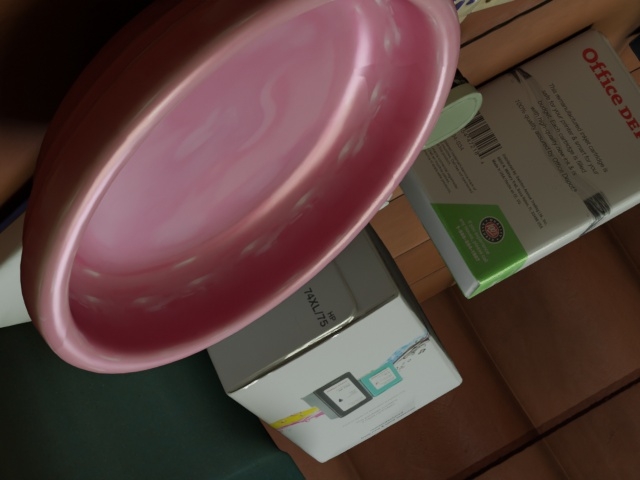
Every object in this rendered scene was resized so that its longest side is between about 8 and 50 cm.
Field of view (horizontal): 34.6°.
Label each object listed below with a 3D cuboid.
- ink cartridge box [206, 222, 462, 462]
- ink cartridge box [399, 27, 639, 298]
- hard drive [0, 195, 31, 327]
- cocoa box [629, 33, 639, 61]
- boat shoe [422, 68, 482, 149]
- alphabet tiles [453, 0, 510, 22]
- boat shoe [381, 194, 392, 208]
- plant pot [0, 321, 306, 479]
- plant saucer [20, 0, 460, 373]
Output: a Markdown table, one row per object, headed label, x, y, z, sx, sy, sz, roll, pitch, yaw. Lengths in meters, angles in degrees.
| label | x | y | z | sx | sy | sz | roll | pitch | yaw |
| --- | --- | --- | --- | --- | --- | --- | --- | --- | --- |
| ink cartridge box | -0.001 | 0.083 | 1.124 | 0.197 | 0.198 | 0.270 | -31 | 147 | 5 |
| ink cartridge box | 0.243 | -0.087 | 1.186 | 0.273 | 0.198 | 0.115 | -28 | 169 | -6 |
| hard drive | -0.165 | -0.020 | 0.847 | 0.319 | 0.040 | 0.210 | -35 | 167 | 31 |
| cocoa box | 0.595 | -0.264 | 1.216 | 0.232 | 0.227 | 0.347 | -23 | 167 | -33 |
| boat shoe | 0.037 | -0.102 | 0.946 | 0.228 | 0.068 | 0.081 | -26 | 156 | -17 |
| alphabet tiles | 0.070 | -0.197 | 0.764 | 0.343 | 0.011 | 0.285 | -23 | 166 | -31 |
| boat shoe | 0.000 | 0.000 | 1.277 | 0.226 | 0.075 | 0.083 | -28 | 169 | -9 |
| plant pot | -0.208 | 0.230 | 1.112 | 0.341 | 0.334 | 0.341 | -28 | 169 | -6 |
| plant saucer | -0.055 | -0.056 | 0.665 | 0.332 | 0.084 | 0.332 | -37 | 157 | -19 |
